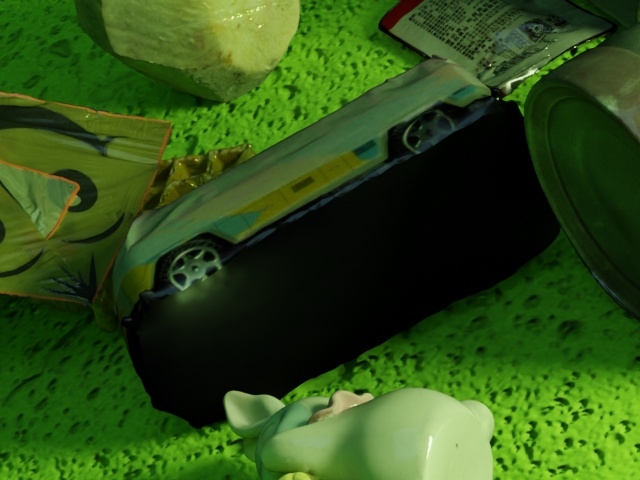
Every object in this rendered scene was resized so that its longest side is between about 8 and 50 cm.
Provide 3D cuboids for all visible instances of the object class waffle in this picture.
[{"bbox_3d":[-0.175,0.012,1.863,0.229,0.057,0.219,-10,38,20],"label":"waffle"}]

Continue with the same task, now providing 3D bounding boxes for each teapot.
[{"bbox_3d":[0.373,-0.069,1.540,0.312,0.233,0.315,-31,67,-13],"label":"teapot"}]

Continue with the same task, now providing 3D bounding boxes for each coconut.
[{"bbox_3d":[-0.140,-0.260,2.058,0.237,0.237,0.197,21,91,45],"label":"coconut"}]

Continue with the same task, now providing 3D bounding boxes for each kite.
[{"bbox_3d":[-0.295,-0.038,1.867,0.377,0.013,0.327,-25,51,-24],"label":"kite"}]

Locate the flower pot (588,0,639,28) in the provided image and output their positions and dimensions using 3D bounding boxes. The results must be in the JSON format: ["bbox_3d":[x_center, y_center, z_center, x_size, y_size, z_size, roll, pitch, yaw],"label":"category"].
[{"bbox_3d":[0.323,-0.342,1.886,0.189,0.209,0.239,-28,34,-10],"label":"flower pot"}]

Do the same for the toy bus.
[{"bbox_3d":[0.000,0.000,1.696,0.386,0.171,0.162,-29,31,-3],"label":"toy bus"}]

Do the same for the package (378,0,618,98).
[{"bbox_3d":[0.172,-0.221,1.977,0.154,0.030,0.239,-33,40,-13],"label":"package"}]

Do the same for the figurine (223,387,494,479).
[{"bbox_3d":[0.005,0.181,1.500,0.235,0.127,0.155,-2,51,36],"label":"figurine"}]
